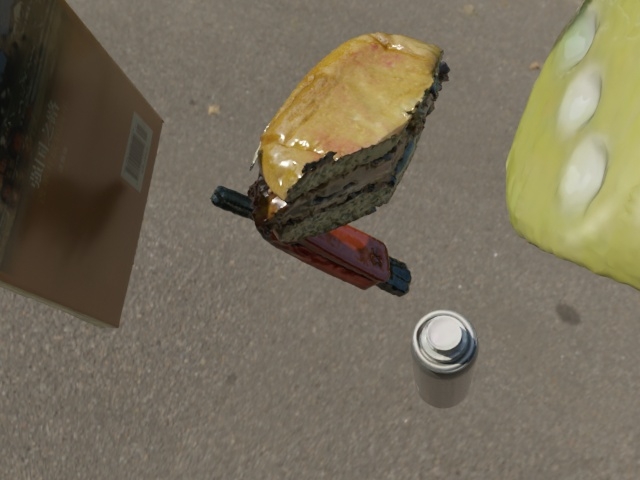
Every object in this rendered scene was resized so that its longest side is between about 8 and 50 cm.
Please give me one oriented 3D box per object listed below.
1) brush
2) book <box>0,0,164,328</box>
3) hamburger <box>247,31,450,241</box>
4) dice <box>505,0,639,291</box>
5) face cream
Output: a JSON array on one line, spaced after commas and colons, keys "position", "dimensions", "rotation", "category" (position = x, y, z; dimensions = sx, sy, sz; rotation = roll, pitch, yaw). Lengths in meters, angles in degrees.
[{"position": [0.000, 0.000, 1.019], "dimensions": [0.323, 0.051, 0.070], "rotation": [23, 54, -31], "category": "brush"}, {"position": [-0.244, -0.074, 0.734], "dimensions": [0.028, 0.374, 0.262], "rotation": [7, 75, 11], "category": "book"}, {"position": [0.033, -0.128, 0.897], "dimensions": [0.282, 0.155, 0.245], "rotation": [-13, 55, -13], "category": "hamburger"}, {"position": [0.214, -0.049, 0.420], "dimensions": [0.169, 0.169, 0.166], "rotation": [20, 8, -13], "category": "dice"}, {"position": [0.142, 0.140, 0.903], "dimensions": [0.073, 0.283, 0.073], "rotation": [-3, 70, 7], "category": "face cream"}]
